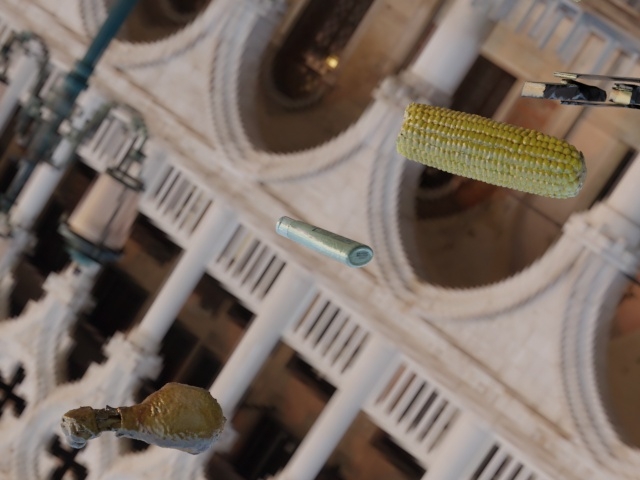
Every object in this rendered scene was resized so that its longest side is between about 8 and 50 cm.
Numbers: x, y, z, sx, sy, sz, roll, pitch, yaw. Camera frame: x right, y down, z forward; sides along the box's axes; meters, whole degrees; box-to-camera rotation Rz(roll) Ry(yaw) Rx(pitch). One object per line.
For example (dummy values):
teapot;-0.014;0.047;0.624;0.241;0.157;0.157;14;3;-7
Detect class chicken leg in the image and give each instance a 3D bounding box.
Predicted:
chicken leg;-0.257;0.267;2.027;0.251;0.107;0.087;-2;163;-25

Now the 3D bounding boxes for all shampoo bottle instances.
shampoo bottle;0.000;0.000;2.347;0.191;0.041;0.069;22;-158;39

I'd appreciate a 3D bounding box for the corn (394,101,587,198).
corn;0.213;-0.113;1.731;0.248;0.081;0.081;17;-175;16

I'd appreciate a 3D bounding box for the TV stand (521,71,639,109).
TV stand;0.332;-0.180;1.665;0.249;0.042;0.036;-3;-164;-44
